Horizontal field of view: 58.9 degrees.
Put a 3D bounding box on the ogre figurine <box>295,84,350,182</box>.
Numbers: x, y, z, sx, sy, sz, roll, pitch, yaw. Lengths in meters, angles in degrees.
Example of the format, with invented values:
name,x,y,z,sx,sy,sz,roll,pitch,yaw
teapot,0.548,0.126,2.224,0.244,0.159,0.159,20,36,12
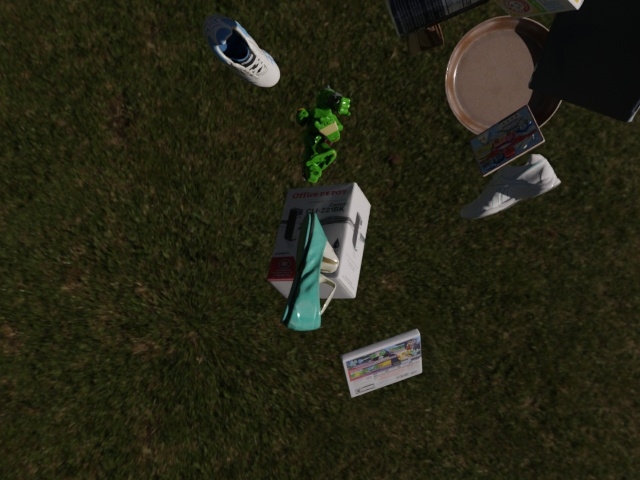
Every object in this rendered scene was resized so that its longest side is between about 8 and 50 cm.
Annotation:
name,x,y,z,sx,sy,sz,roll,pitch,yaw
ogre figurine,0.002,-0.222,1.145,0.097,0.197,0.118,-7,45,-7

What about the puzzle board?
name,x,y,z,sx,sy,sz,roll,pitch,yaw
puzzle board,0.351,-0.191,1.082,0.011,0.128,0.096,27,42,-43

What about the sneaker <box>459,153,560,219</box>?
name,x,y,z,sx,sy,sz,roll,pitch,yaw
sneaker,0.273,-0.077,0.845,0.054,0.152,0.061,-17,81,-57

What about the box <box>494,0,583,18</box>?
name,x,y,z,sx,sy,sz,roll,pitch,yaw
box,0.256,-0.392,0.736,0.203,0.114,0.103,23,90,-33

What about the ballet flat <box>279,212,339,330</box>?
name,x,y,z,sx,sy,sz,roll,pitch,yaw
ballet flat,-0.011,0.062,1.064,0.087,0.083,0.247,18,56,-10

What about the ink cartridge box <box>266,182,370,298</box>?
name,x,y,z,sx,sy,sz,roll,pitch,yaw
ink cartridge box,0.000,0.000,1.418,0.197,0.114,0.273,-3,58,26

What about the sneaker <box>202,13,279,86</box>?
name,x,y,z,sx,sy,sz,roll,pitch,yaw
sneaker,-0.157,-0.381,1.192,0.085,0.237,0.086,-42,61,13

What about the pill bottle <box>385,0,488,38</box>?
name,x,y,z,sx,sy,sz,roll,pitch,yaw
pill bottle,0.246,-0.498,1.094,0.246,0.130,0.130,-19,86,14

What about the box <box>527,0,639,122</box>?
name,x,y,z,sx,sy,sz,roll,pitch,yaw
box,0.585,-0.481,1.051,0.212,0.293,0.395,24,71,14

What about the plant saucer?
name,x,y,z,sx,sy,sz,roll,pitch,yaw
plant saucer,0.478,-0.420,1.481,0.311,0.050,0.310,1,101,3

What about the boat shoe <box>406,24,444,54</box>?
name,x,y,z,sx,sy,sz,roll,pitch,yaw
boat shoe,0.275,-0.613,1.468,0.123,0.342,0.123,-2,68,13

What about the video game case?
name,x,y,z,sx,sy,sz,roll,pitch,yaw
video game case,0.157,0.311,1.426,0.201,0.183,0.023,-18,46,-5
